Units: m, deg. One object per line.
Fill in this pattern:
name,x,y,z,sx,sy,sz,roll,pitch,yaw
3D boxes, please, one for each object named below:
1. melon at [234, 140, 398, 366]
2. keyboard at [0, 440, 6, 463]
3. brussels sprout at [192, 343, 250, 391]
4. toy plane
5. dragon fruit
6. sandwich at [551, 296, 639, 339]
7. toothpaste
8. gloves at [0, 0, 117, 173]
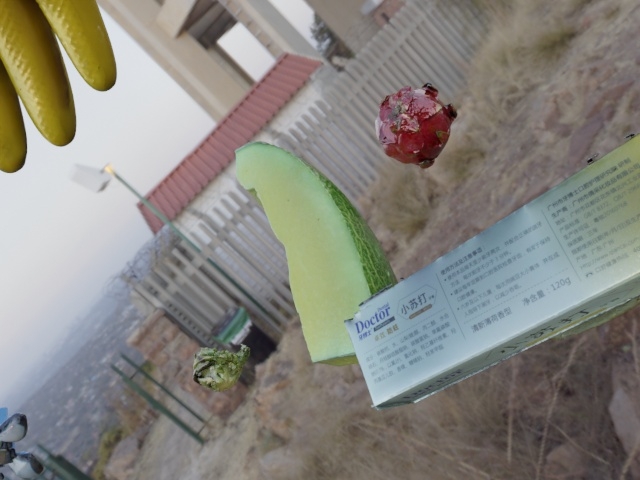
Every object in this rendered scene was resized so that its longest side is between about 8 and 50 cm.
melon,0.000,0.000,0.718,0.124,0.324,0.196,-26,-20,1
keyboard,-0.276,0.133,0.369,0.055,0.017,0.166,-9,-20,18
brussels sprout,-0.130,0.162,0.771,0.085,0.085,0.058,-40,50,33
toy plane,-0.464,0.272,0.697,0.246,0.078,0.169,-17,-48,-28
dragon fruit,0.155,-0.183,0.987,0.136,0.133,0.166,-29,-4,-1
sandwich,0.374,0.086,0.915,0.226,0.251,0.087,-41,56,41
toothpaste,0.153,0.028,0.442,0.312,0.089,0.071,-36,-27,31
gloves,-0.203,-0.160,0.296,0.132,0.295,0.116,-3,41,7
